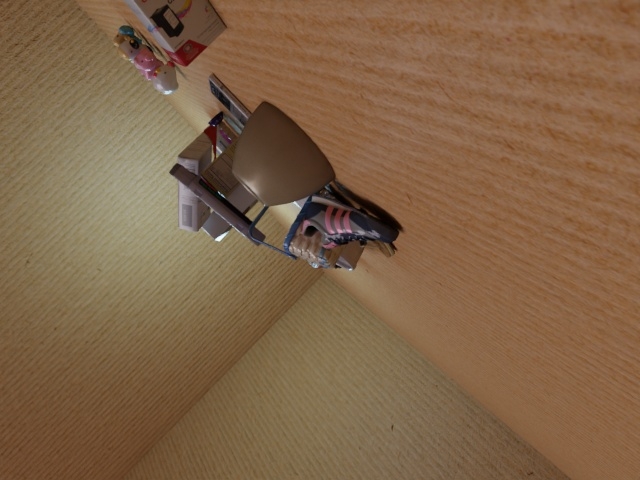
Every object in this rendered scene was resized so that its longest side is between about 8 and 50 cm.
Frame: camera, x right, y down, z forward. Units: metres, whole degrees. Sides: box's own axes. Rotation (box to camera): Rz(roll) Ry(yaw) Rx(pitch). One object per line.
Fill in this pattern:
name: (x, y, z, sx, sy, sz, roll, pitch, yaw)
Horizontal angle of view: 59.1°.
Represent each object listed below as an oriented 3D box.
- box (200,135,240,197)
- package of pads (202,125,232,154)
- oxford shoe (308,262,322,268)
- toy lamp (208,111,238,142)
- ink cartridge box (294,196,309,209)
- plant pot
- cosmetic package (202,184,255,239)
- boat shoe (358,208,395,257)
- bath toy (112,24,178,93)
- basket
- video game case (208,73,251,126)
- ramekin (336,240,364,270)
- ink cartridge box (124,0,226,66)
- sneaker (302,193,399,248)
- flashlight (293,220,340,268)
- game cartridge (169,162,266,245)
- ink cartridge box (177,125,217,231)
box: (-0.288, -0.269, 1.952, 0.117, 0.243, 0.213, 46, 174, -12)
package of pads: (-0.428, -0.425, 2.554, 0.229, 0.101, 0.296, 48, 175, -14)
oxford shoe: (0.008, 0.045, 2.711, 0.130, 0.123, 0.348, 19, -160, -16)
toy lamp: (-0.324, -0.383, 2.235, 0.274, 0.080, 0.080, 47, 174, -20)
ink cartridge box: (-0.055, -0.185, 1.976, 0.181, 0.056, 0.224, 42, 156, 26)
plant pot: (-0.127, -0.205, 1.532, 0.284, 0.191, 0.284, 45, 175, 5)
cosmetic package: (-0.345, -0.163, 2.431, 0.097, 0.377, 0.284, 44, 175, -6)
boat shoe: (0.142, -0.006, 1.631, 0.190, 0.072, 0.068, 48, 174, -28)
bath toy: (-0.687, -0.717, 2.240, 0.151, 0.129, 0.348, -19, -125, -45)
basket: (-0.046, -0.053, 1.729, 0.289, 0.254, 0.201, 32, 174, 13)
video game case: (-0.291, -0.446, 1.825, 0.173, 0.022, 0.190, 45, 175, -7)
ramekin: (0.059, 0.006, 1.987, 0.207, 0.109, 0.207, 33, 170, 6)
ink cartridge box: (-0.300, -0.470, 1.158, 0.072, 0.127, 0.175, 38, 172, 42)
sneaker: (0.073, -0.024, 1.506, 0.112, 0.131, 0.319, 22, -178, -42)
flashlight: (0.000, 0.000, 2.542, 0.304, 0.103, 0.103, 41, 175, 25)
game cartridge: (-0.342, -0.124, 1.874, 0.355, 0.068, 0.230, 41, 171, -20)
ink cartridge box: (-0.447, -0.259, 2.224, 0.091, 0.308, 0.385, 12, -147, 7)
